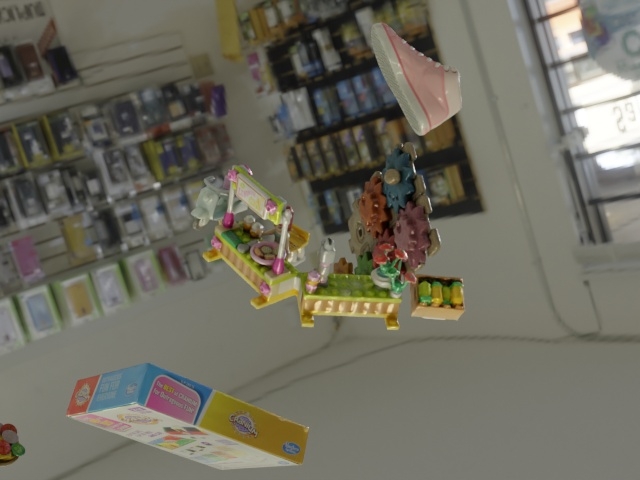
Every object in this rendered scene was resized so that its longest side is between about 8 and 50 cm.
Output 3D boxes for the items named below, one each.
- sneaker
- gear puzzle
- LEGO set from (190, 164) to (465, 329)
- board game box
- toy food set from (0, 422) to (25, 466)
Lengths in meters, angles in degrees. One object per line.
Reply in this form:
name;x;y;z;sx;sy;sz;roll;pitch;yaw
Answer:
sneaker;0.110;-0.190;0.987;0.070;0.134;0.051;-27;178;-6
gear puzzle;0.066;0.006;1.265;0.044;0.176;0.339;-3;156;-21
LEGO set;0.000;0.000;0.830;0.286;0.107;0.132;24;-144;18
board game box;-0.215;0.296;1.444;0.316;0.064;0.242;29;150;-32
toy food set;-0.470;0.290;1.282;0.020;0.083;0.082;-51;153;21
